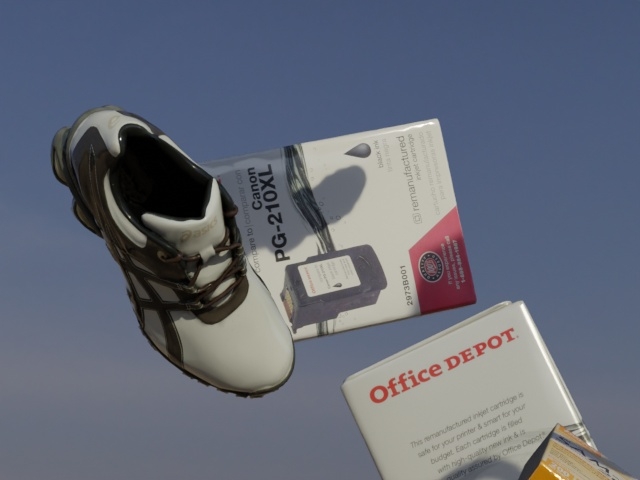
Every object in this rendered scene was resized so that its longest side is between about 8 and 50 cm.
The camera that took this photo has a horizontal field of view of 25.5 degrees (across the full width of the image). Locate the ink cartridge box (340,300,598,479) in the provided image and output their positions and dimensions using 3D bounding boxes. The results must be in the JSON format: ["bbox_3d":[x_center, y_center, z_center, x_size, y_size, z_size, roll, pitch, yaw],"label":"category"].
[{"bbox_3d":[0.125,0.166,1.022,0.148,0.203,0.086,-25,-15,5],"label":"ink cartridge box"}]

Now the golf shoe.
[{"bbox_3d":[-0.074,0.013,0.787,0.198,0.077,0.094,52,-20,-16],"label":"golf shoe"}]

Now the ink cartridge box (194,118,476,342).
[{"bbox_3d":[0.000,0.000,1.267,0.237,0.172,0.100,-11,-4,-12],"label":"ink cartridge box"}]

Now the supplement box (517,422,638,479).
[{"bbox_3d":[0.144,0.144,0.796,0.062,0.036,0.098,35,13,8],"label":"supplement box"}]
